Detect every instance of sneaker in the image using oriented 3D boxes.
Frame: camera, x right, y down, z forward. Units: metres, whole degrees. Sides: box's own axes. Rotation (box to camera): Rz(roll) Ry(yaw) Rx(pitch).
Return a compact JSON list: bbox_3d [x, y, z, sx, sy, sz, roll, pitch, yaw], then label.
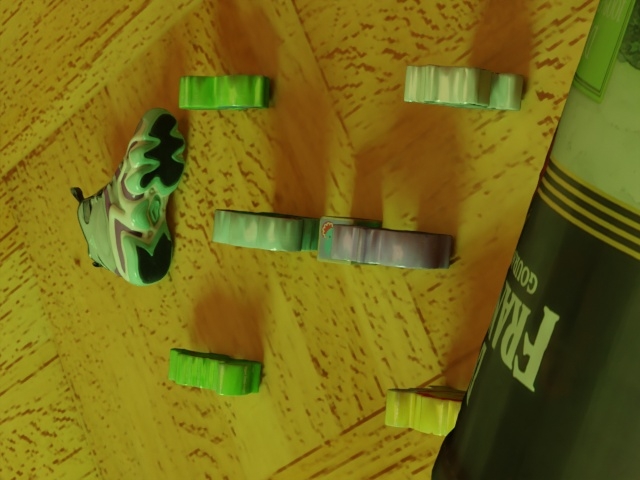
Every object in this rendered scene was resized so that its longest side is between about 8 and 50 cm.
[{"bbox_3d":[-0.112,-0.028,0.917,0.069,0.038,0.098,15,98,40],"label":"sneaker"}]

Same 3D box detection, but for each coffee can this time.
[{"bbox_3d":[0.174,-0.010,0.561,0.201,0.201,0.275,28,106,38],"label":"coffee can"}]

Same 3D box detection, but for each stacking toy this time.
[{"bbox_3d":[0.000,0.000,0.811,0.221,0.052,0.167,5,92,42],"label":"stacking toy"}]
